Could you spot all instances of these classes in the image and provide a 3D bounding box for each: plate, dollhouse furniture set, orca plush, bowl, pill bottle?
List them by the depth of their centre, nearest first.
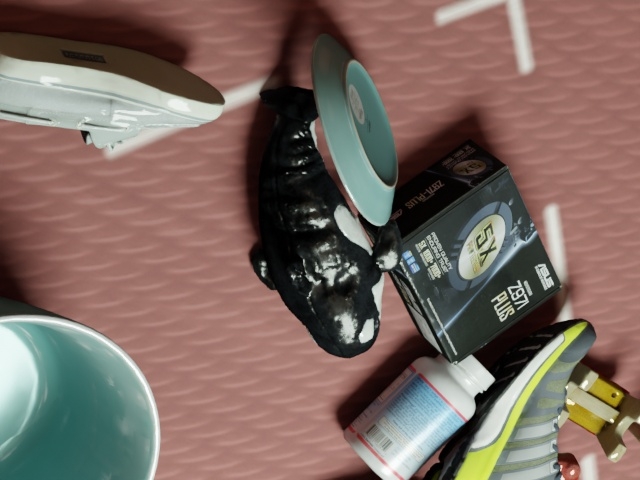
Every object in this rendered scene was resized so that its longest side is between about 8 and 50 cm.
[{"bbox_3d":[-0.317,0.171,1.587,0.312,0.163,0.311,-12,120,-22],"label":"bowl"},{"bbox_3d":[0.039,-0.106,1.628,0.024,0.188,0.188,-16,128,18],"label":"plate"},{"bbox_3d":[0.000,0.000,1.669,0.151,0.102,0.287,5,118,8],"label":"orca plush"},{"bbox_3d":[0.108,0.182,1.868,0.160,0.087,0.087,-44,127,0],"label":"pill bottle"},{"bbox_3d":[0.371,0.294,2.057,0.374,0.152,0.201,33,98,-19],"label":"dollhouse furniture set"}]

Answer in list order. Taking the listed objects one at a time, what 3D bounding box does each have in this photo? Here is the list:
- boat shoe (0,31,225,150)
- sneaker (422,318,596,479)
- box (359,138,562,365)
[{"bbox_3d":[-0.199,-0.126,1.557,0.228,0.079,0.081,9,119,-26],"label":"boat shoe"},{"bbox_3d":[0.217,0.216,1.889,0.121,0.111,0.300,37,79,-10],"label":"sneaker"},{"bbox_3d":[0.147,0.014,1.807,0.147,0.077,0.180,-35,126,-9],"label":"box"}]
